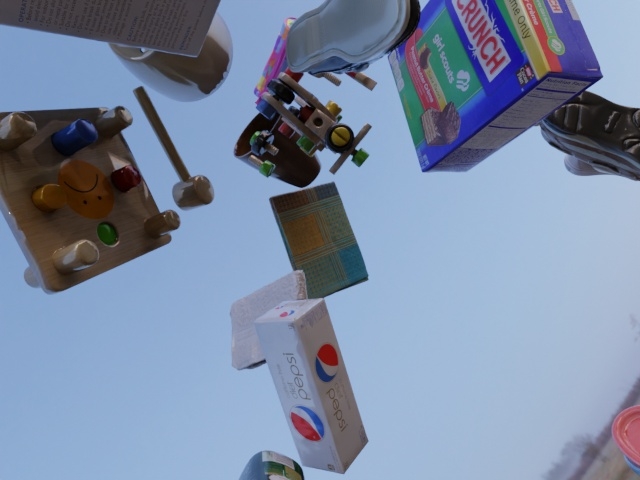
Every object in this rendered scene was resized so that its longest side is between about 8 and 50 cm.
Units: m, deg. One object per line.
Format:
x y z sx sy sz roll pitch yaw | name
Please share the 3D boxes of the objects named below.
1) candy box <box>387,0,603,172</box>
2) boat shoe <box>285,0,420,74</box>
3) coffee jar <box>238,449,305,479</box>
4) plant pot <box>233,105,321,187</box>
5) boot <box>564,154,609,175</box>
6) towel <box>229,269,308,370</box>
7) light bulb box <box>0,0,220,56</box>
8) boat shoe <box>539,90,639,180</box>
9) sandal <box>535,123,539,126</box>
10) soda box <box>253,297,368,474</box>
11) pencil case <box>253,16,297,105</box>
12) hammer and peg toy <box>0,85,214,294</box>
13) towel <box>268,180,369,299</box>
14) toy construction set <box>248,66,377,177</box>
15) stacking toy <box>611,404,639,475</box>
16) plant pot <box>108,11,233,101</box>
0.268 -0.301 0.850 0.122 0.268 0.317 -6 -17 -26 | candy box
0.052 -0.303 0.716 0.091 0.302 0.114 -8 -74 -29 | boat shoe
-0.050 0.290 0.509 0.184 0.079 0.096 139 156 -79 | coffee jar
-0.113 -0.272 1.545 0.230 0.215 0.215 39 -96 -31 | plant pot
0.735 -0.222 1.197 0.258 0.095 0.123 -8 -28 -7 | boot
-0.131 0.200 1.208 0.049 0.187 0.282 19 -38 -41 | towel
-0.375 -0.495 0.747 0.361 0.358 0.225 -9 -34 -45 | light bulb box
0.580 -0.185 0.956 0.122 0.324 0.120 -54 -19 -9 | boat shoe
0.513 -0.353 1.302 0.240 0.079 0.088 0 -108 -20 | sandal
-0.010 0.187 0.648 0.069 0.074 0.216 -29 -74 -51 | soda box
-0.097 -0.466 1.325 0.104 0.104 0.236 -11 -36 -43 | pencil case
-0.344 -0.095 0.796 0.265 0.127 0.361 66 -154 -8 | hammer and peg toy
0.000 0.000 1.666 0.272 0.040 0.370 -17 -95 -31 | towel
0.027 -0.263 1.070 0.308 0.237 0.257 -53 -6 -20 | toy construction set
0.787 0.388 1.004 0.309 0.279 0.130 -44 -65 -12 | stacking toy
-0.366 -0.457 1.145 0.274 0.257 0.256 -60 -10 -75 | plant pot
